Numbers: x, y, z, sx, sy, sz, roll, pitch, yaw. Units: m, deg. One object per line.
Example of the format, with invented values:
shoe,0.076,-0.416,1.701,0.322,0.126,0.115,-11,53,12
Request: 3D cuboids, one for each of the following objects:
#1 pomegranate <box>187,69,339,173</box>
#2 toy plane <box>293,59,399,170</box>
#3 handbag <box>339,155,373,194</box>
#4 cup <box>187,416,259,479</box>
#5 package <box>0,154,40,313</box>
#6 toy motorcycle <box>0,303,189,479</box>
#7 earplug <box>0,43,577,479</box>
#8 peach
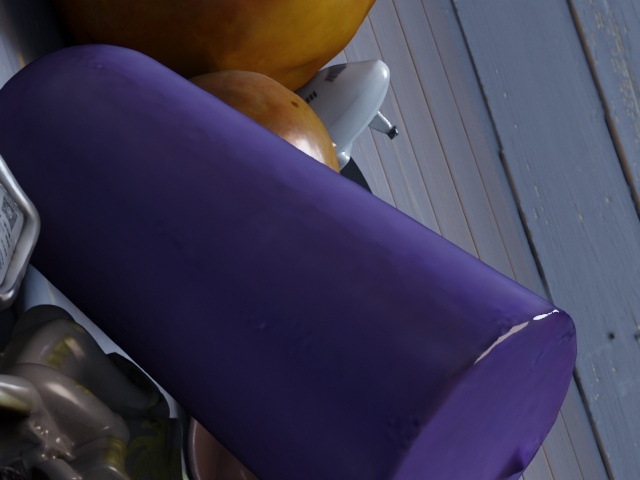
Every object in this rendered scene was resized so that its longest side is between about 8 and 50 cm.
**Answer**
pomegranate,-0.076,-0.043,1.551,0.191,0.191,0.191,-20,90,-76
toy plane,-0.027,-0.073,1.756,0.101,0.255,0.251,46,22,-18
handbag,-0.001,0.001,2.074,0.308,0.093,0.254,45,30,-59
cup,0.029,0.168,1.670,0.191,0.253,0.200,35,-7,28
package,-0.230,-0.024,1.141,0.171,0.027,0.173,59,25,-30
toy motorcycle,-0.163,0.141,1.262,0.223,0.108,0.340,66,15,12
earplug,-0.059,0.018,1.324,0.456,0.215,0.215,37,-1,26
peach,-0.100,-0.271,1.654,0.343,0.301,0.343,37,-3,2
